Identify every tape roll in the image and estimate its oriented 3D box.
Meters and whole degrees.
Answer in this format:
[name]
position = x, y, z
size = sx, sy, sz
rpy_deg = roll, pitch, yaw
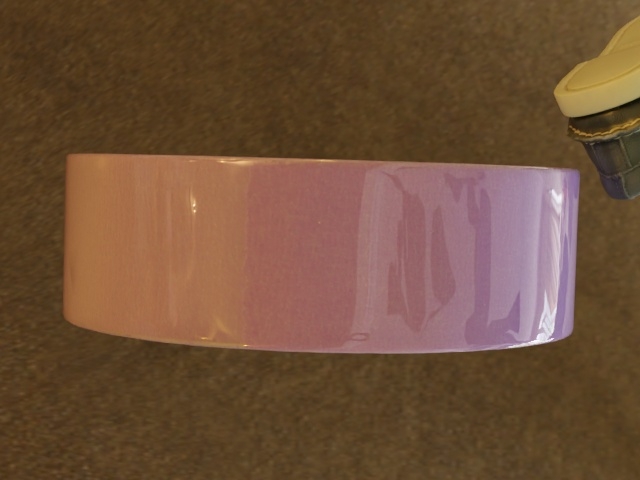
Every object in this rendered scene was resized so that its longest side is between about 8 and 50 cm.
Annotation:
[tape roll]
position = 0.000, 0.000, 0.722
size = 0.275, 0.275, 0.090
rpy_deg = 0, 94, -32

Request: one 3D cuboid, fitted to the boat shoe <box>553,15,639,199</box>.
[boat shoe]
position = 0.231, -0.101, 0.827
size = 0.254, 0.095, 0.079
rpy_deg = -37, 111, -50
